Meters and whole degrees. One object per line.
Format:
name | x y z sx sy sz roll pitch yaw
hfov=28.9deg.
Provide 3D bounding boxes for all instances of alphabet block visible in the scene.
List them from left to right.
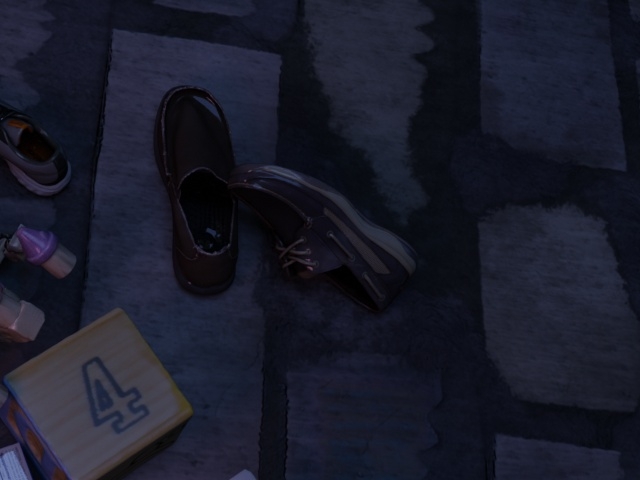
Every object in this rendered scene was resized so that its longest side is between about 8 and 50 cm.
alphabet block | -0.324 0.245 1.776 0.197 0.192 0.193 -32 81 -26

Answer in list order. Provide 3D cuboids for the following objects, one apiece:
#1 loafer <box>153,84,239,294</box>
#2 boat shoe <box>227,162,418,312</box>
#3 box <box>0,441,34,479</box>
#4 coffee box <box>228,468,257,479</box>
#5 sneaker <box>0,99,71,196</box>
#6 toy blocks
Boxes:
loafer | -0.183 -0.101 2.000 0.134 0.130 0.366 -5 69 -18
boat shoe | 0.000 0.000 1.974 0.355 0.132 0.130 31 69 -20
box | -0.468 0.370 1.744 0.137 0.072 0.126 -18 73 -21
coffee box | -0.163 0.551 1.604 0.334 0.338 0.337 -31 79 -26
sneaker | -0.506 -0.183 1.957 0.271 0.108 0.100 34 64 2
toy blocks | -0.541 0.046 1.705 0.260 0.289 0.309 43 58 -34
